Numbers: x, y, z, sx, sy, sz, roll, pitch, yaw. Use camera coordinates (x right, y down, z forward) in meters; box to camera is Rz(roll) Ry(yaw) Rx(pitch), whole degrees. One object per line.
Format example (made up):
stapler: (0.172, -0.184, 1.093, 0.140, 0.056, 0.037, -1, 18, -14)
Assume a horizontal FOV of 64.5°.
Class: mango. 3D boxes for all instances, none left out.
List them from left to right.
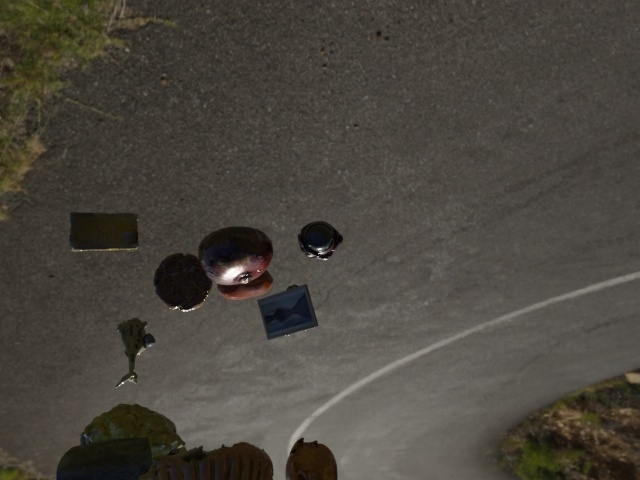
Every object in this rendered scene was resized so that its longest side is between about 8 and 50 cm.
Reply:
mango: (-0.026, 0.724, 1.474, 0.152, 0.287, 0.201, -2, -178, -15)

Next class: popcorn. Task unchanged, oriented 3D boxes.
popcorn: (-0.444, 0.532, 1.256, 0.225, 0.286, 0.174, -35, -179, 10)

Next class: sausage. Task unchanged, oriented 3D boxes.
sausage: (-0.321, 0.185, 2.171, 0.258, 0.133, 0.133, -5, 155, -43)

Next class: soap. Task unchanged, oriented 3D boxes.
soap: (-0.778, -0.031, 1.831, 0.233, 0.135, 0.076, 0, 176, -19)

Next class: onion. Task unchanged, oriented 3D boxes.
onion: (-0.270, 0.049, 1.633, 0.246, 0.190, 0.246, -15, 161, -5)

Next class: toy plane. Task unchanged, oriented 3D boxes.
toy plane: (-0.546, 0.314, 1.472, 0.092, 0.286, 0.108, -35, 127, 5)

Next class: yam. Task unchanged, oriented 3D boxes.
yam: (-0.444, 0.469, 1.061, 0.183, 0.107, 0.107, 1, 146, -15)

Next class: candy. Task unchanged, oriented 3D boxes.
candy: (-0.126, 0.245, 1.802, 0.062, 0.194, 0.058, 36, 167, -37)

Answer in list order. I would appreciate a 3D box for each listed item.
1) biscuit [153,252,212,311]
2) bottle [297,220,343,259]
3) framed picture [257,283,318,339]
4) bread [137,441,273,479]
biscuit: (-0.510, 0.156, 1.894, 0.226, 0.226, 0.042, 11, 179, -18)
bottle: (0.000, 0.000, 1.810, 0.156, 0.143, 0.271, -13, 179, -2)
framed picture: (-0.115, 0.248, 1.746, 0.203, 0.150, 0.015, -19, 171, 23)
bread: (-0.219, 0.510, 1.005, 0.274, 0.149, 0.274, -11, 136, -11)
